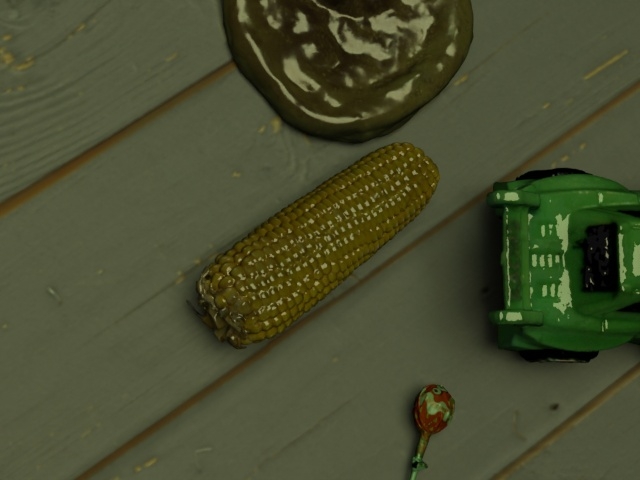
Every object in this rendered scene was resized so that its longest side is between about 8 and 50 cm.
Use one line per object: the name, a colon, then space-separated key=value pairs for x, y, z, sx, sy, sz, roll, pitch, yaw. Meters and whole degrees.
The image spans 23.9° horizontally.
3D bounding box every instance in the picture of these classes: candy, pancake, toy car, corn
candy: x=0.105 y=0.245 z=1.638 sx=0.055 sy=0.049 sz=0.184 roll=24 pitch=80 yaw=-57
pancake: x=0.038 y=-0.250 z=1.679 sx=0.294 sy=0.049 sz=0.294 roll=2 pitch=84 yaw=-16
toy car: x=0.323 y=0.027 z=1.660 sx=0.359 sy=0.176 sz=0.213 roll=3 pitch=83 yaw=-16
corn: x=0.000 y=0.000 z=1.611 sx=0.305 sy=0.106 sz=0.106 roll=-37 pitch=94 yaw=-22
